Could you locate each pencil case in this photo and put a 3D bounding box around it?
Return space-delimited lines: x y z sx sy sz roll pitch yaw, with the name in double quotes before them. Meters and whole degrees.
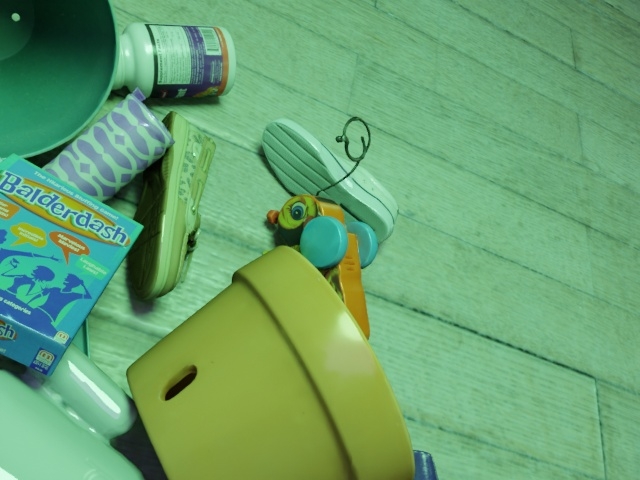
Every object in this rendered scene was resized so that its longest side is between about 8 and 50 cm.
"pencil case" -0.280 -0.094 0.706 0.206 0.086 0.088 -39 62 -8

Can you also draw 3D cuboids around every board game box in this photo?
"board game box" -0.284 0.012 0.558 0.160 0.047 0.210 31 27 -15

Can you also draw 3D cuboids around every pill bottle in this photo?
"pill bottle" -0.235 -0.269 0.858 0.193 0.108 0.108 -10 68 -31

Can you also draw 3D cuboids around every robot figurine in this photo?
"robot figurine" -0.297 0.224 0.489 0.353 0.200 0.300 38 60 -3

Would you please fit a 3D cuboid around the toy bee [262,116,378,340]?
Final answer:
"toy bee" 0.000 0.000 0.823 0.195 0.162 0.298 36 60 -44

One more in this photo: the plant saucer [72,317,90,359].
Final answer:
"plant saucer" -0.310 0.091 0.673 0.067 0.018 0.192 -1 63 -27

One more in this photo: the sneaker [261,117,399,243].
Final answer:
"sneaker" 0.017 -0.099 0.915 0.258 0.094 0.091 44 34 -4

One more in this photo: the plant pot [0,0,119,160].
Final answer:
"plant pot" -0.414 -0.266 0.691 0.290 0.290 0.195 -7 31 -30

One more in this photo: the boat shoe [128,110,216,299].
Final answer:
"boat shoe" -0.187 -0.049 0.760 0.089 0.104 0.285 24 51 -34

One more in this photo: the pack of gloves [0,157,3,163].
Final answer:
"pack of gloves" -0.402 0.008 0.594 0.195 0.046 0.232 -29 76 -19

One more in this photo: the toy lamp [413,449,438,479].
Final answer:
"toy lamp" 0.108 0.394 0.677 0.080 0.080 0.275 18 55 -17

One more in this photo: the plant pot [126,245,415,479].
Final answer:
"plant pot" -0.067 0.178 0.602 0.203 0.291 0.291 -26 76 -19
